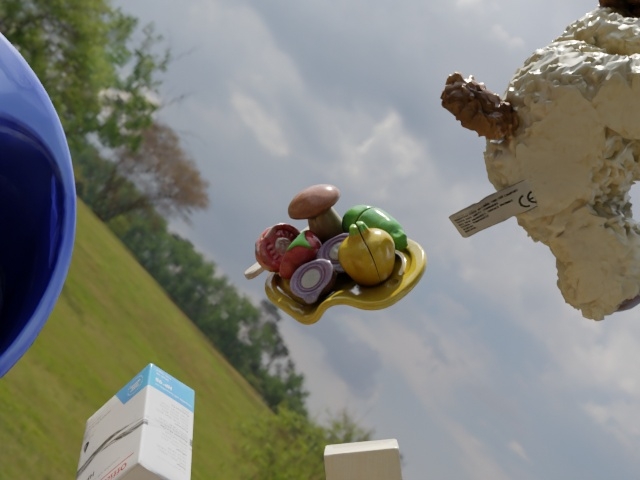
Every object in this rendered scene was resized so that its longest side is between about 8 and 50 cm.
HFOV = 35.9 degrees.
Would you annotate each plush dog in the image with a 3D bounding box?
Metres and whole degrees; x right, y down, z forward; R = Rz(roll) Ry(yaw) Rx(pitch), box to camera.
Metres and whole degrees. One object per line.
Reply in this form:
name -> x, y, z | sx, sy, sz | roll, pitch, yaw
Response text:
plush dog -> 0.215, -0.101, 0.802 | 0.211, 0.262, 0.225 | 23, 29, 10

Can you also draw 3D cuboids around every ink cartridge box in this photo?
ink cartridge box -> -0.175, 0.212, 0.923 | 0.060, 0.104, 0.180 | 40, 20, -24

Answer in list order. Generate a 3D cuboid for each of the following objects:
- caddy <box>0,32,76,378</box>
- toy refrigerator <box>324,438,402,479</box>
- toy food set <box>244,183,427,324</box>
caddy -> -0.276, 0.013, 0.437 | 0.241, 0.341, 0.179 | 52, -30, -1
toy refrigerator -> 0.069, 0.412, 1.335 | 0.094, 0.102, 0.269 | 53, 31, -86
toy food set -> 0.000, 0.000, 0.879 | 0.218, 0.128, 0.071 | 25, -36, 60
